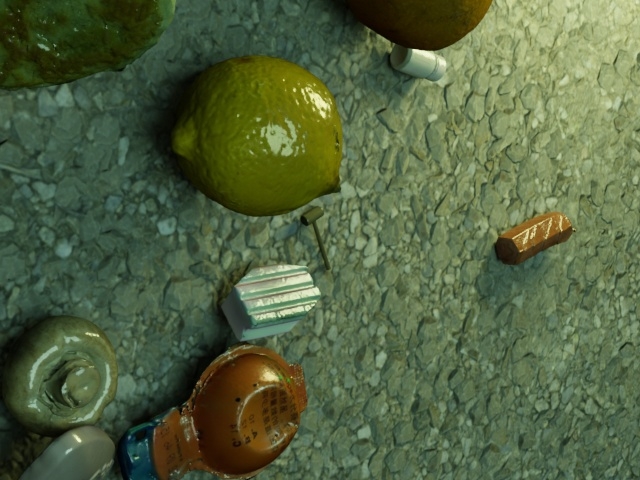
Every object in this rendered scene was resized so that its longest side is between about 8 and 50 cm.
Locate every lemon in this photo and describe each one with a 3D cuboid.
[{"bbox_3d":[-0.092,-0.150,1.892,0.253,0.228,0.228,16,88,-39],"label":"lemon"}]

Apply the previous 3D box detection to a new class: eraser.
[{"bbox_3d":[-0.343,0.318,1.788,0.204,0.243,0.059,-36,78,-28],"label":"eraser"}]

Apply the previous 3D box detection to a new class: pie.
[{"bbox_3d":[-0.318,-0.328,1.630,0.297,0.078,0.371,5,133,-12],"label":"pie"}]

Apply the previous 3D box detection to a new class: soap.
[{"bbox_3d":[-0.073,0.090,2.032,0.149,0.056,0.100,-10,62,-39],"label":"soap"}]

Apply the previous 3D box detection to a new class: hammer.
[{"bbox_3d":[0.000,0.000,2.129,0.035,0.019,0.110,-35,121,-30],"label":"hammer"}]

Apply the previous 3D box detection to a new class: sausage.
[{"bbox_3d":[0.394,-0.009,2.422,0.169,0.065,0.065,-24,113,-35],"label":"sausage"}]

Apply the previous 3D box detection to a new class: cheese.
[{"bbox_3d":[-0.150,0.271,1.983,0.329,0.129,0.217,-22,111,-34],"label":"cheese"}]

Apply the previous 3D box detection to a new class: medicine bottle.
[{"bbox_3d":[0.159,-0.291,2.182,0.089,0.052,0.052,15,89,-40],"label":"medicine bottle"}]

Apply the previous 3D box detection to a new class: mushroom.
[{"bbox_3d":[-0.346,0.186,1.807,0.166,0.127,0.166,-16,115,-38],"label":"mushroom"}]

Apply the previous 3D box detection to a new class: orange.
[{"bbox_3d":[0.150,-0.425,2.036,0.264,0.264,0.264,-9,104,-38],"label":"orange"}]
